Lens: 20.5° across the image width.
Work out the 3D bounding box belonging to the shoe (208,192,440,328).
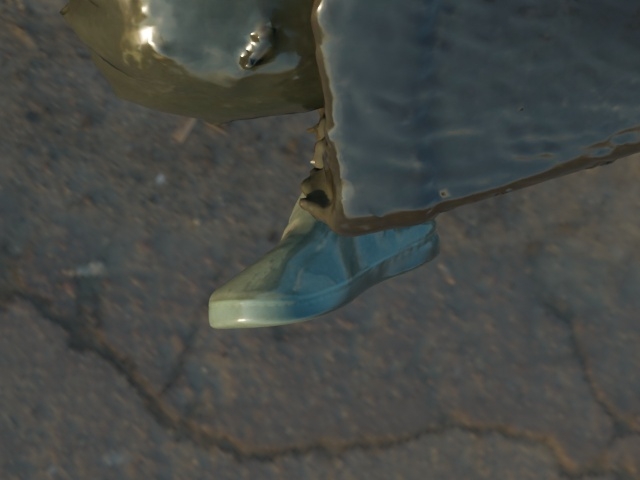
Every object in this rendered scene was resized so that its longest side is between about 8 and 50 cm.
[{"bbox_3d":[0.000,0.000,1.090,0.195,0.079,0.078,-18,98,-47],"label":"shoe"}]

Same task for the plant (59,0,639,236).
[{"bbox_3d":[0.035,-0.095,0.616,0.256,0.142,0.164,2,133,4],"label":"plant"}]
